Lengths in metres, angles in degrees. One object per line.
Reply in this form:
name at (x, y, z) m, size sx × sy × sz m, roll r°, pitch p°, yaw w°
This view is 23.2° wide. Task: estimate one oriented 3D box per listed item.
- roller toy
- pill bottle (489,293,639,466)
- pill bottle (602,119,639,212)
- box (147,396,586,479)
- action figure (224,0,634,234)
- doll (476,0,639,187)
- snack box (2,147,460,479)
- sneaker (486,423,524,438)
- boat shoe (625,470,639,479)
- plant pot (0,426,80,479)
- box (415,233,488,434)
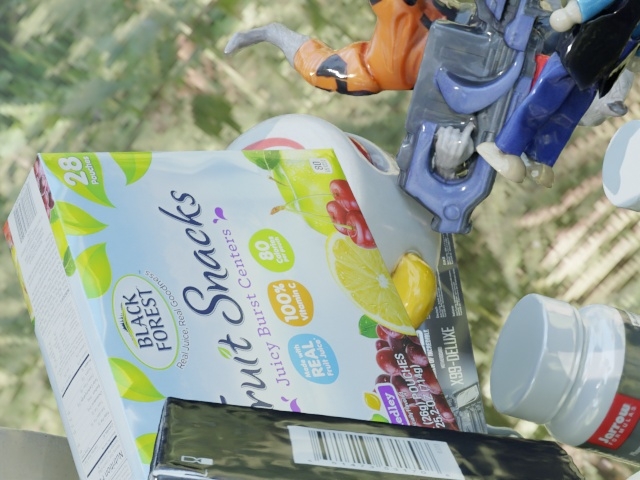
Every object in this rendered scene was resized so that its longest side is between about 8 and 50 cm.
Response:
roller toy at (0.000, 0.000, 1.311) m, size 0.209 × 0.146 × 0.191 m, roll -17°, pitch 63°, yaw 37°
pill bottle at (0.341, 0.163, 1.705) m, size 0.161 × 0.283 × 0.161 m, roll -163°, pitch 90°, yaw -77°
pill bottle at (0.282, -0.045, 1.144) m, size 0.078 × 0.137 × 0.078 m, roll -171°, pitch 90°, yaw -68°
box at (0.008, 0.150, 0.560) m, size 0.093 × 0.155 × 0.158 m, roll -111°, pitch 29°, yaw -79°
action figure at (0.111, -0.202, 1.245) m, size 0.178 × 0.330 × 0.341 m, roll -46°, pitch -18°, yaw -58°
doll at (0.183, -0.122, 1.026) m, size 0.046 × 0.129 × 0.189 m, roll 47°, pitch 114°, yaw 31°
snack box at (-0.041, 0.055, 0.758) m, size 0.070 × 0.174 × 0.207 m, roll -56°, pitch 47°, yaw 43°
sneaker at (0.224, 0.268, 1.718) m, size 0.232 × 0.115 × 0.090 m, roll 26°, pitch 61°, yaw 12°
boat shoe at (0.339, 0.204, 1.312) m, size 0.233 × 0.084 × 0.079 m, roll 123°, pitch 132°, yaw -63°
plant pot at (-0.267, 0.243, 1.031) m, size 0.284 × 0.284 × 0.191 m, roll -17°, pitch 64°, yaw 39°
box at (0.082, 0.094, 1.618) m, size 0.242 × 0.076 × 0.308 m, roll 130°, pitch 133°, yaw -71°
